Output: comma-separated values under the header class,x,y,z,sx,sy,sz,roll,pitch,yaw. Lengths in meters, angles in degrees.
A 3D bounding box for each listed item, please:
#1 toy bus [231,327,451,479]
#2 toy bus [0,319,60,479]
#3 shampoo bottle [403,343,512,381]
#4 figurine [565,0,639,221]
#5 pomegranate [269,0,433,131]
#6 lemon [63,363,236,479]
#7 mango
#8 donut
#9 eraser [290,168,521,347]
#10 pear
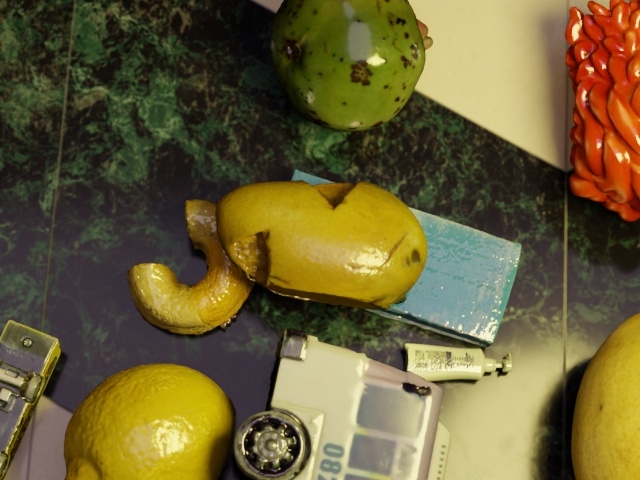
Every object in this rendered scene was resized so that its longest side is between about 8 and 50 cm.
class,x,y,z,sx,sy,sz,roll,pitch,yaw
toy bus,0.003,0.343,1.761,0.249,0.209,0.440,12,75,-1
toy bus,-0.396,0.214,1.844,0.081,0.074,0.226,20,75,1
shampoo bottle,0.174,0.157,1.911,0.141,0.034,0.049,2,68,-3
figurine,0.477,-0.209,1.947,0.412,0.241,0.306,-32,103,-28
pomegranate,0.058,-0.255,1.946,0.248,0.214,0.214,-18,75,-41
lemon,-0.203,0.239,1.792,0.244,0.187,0.187,-27,78,-29
mango,0.000,0.000,1.844,0.262,0.130,0.167,7,66,-6
donut,-0.153,0.036,1.905,0.146,0.078,0.181,40,78,10
eraser,0.092,0.024,1.937,0.312,0.042,0.144,18,74,2
pear,0.443,0.232,1.774,0.314,0.314,0.314,1,75,-3
